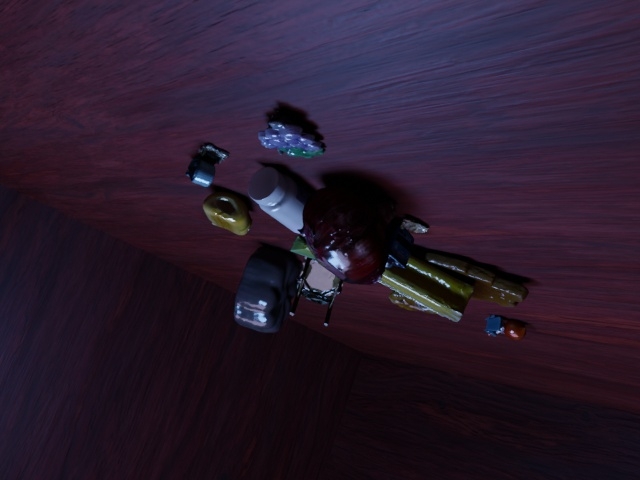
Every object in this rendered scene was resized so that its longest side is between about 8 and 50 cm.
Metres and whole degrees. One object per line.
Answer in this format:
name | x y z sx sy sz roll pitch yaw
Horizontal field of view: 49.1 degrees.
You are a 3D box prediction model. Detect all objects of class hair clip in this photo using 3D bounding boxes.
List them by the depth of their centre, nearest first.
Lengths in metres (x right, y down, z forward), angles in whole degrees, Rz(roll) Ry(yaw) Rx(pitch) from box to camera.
hair clip | -0.059 -0.204 1.383 0.124 0.052 0.195 9 170 19

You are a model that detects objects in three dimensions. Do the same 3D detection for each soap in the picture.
soap | 0.258 0.107 1.913 0.315 0.091 0.199 27 173 13

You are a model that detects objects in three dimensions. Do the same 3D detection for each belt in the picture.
belt | -0.289 -0.186 1.725 0.065 0.100 0.179 25 -179 -22

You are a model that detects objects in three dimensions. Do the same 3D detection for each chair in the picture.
chair | 0.006 0.126 2.381 0.160 0.319 0.186 18 122 1

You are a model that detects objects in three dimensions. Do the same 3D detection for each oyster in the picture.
oyster | 0.221 -0.037 1.667 0.054 0.019 0.083 -16 153 37

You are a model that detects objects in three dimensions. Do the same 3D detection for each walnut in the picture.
walnut | 0.315 0.192 2.320 0.170 0.069 0.143 14 164 18

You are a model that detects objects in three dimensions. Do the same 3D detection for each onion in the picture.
onion | 0.075 -0.020 1.585 0.252 0.219 0.252 61 -175 -8

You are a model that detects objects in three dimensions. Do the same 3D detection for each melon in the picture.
melon | 0.036 0.051 2.160 0.262 0.053 0.114 22 170 4

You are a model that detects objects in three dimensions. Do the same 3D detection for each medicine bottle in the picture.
medicine bottle | -0.085 -0.097 1.688 0.103 0.102 0.187 9 162 37

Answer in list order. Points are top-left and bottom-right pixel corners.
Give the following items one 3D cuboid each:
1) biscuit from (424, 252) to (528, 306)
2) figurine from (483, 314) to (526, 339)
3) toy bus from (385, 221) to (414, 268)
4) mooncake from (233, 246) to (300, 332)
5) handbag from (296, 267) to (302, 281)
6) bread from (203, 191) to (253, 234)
biscuit | 0.409 0.100 1.881 0.302 0.043 0.278 29 168 -21
figurine | 0.607 0.286 2.289 0.140 0.068 0.075 2 155 36
toy bus | 0.139 0.001 1.748 0.185 0.106 0.090 15 163 42
mooncake | -0.188 0.180 2.497 0.154 0.306 0.306 14 165 17
handbag | -0.129 0.141 2.745 0.179 0.062 0.229 20 166 0
bread | -0.264 -0.084 2.021 0.134 0.085 0.173 23 168 3
